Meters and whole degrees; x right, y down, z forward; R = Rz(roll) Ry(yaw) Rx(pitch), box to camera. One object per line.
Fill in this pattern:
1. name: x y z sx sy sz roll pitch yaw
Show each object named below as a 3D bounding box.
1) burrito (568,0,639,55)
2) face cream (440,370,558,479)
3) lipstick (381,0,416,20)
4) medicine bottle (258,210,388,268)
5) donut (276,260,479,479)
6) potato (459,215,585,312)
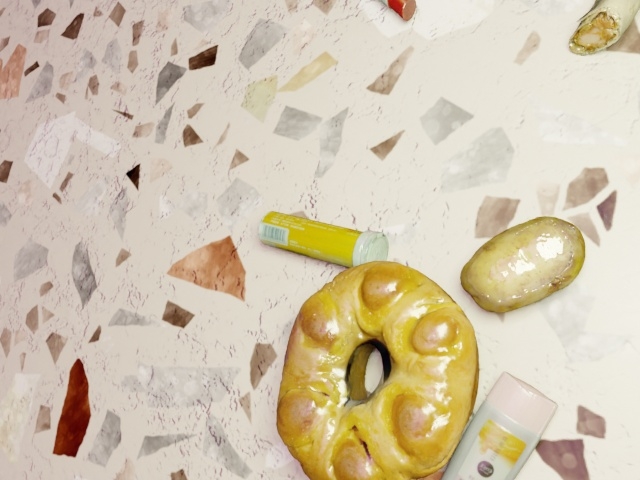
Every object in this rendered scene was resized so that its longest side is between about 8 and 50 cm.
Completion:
1. burrito: 0.435 -0.366 0.852 0.060 0.087 0.226 35 92 -7
2. face cream: 0.228 0.277 0.806 0.084 0.057 0.199 30 94 18
3. lipstick: 0.080 -0.476 1.080 0.068 0.061 0.274 -43 61 10
4. medicine bottle: 0.000 0.000 0.997 0.218 0.074 0.074 15 85 32
5. donut: 0.079 0.191 0.858 0.317 0.150 0.299 -42 61 14
6. potato: 0.275 0.033 0.830 0.170 0.080 0.107 -34 63 12
